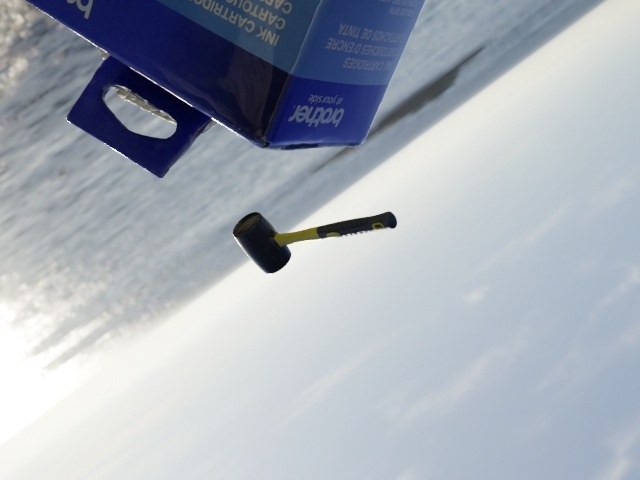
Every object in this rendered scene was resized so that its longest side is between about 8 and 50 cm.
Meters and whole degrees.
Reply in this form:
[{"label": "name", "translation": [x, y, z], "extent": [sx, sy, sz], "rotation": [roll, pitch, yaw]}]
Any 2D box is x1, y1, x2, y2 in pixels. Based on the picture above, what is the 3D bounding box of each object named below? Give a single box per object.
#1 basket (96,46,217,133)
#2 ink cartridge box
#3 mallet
[{"label": "basket", "translation": [-0.177, -0.216, 1.439], "extent": [0.113, 0.167, 0.103], "rotation": [-42, 143, -30]}, {"label": "ink cartridge box", "translation": [-0.050, -0.240, 0.806], "extent": [0.151, 0.270, 0.395], "rotation": [-10, 128, -59]}, {"label": "mallet", "translation": [0.000, 0.000, 1.148], "extent": [0.190, 0.062, 0.039], "rotation": [-3, -137, 36]}]
